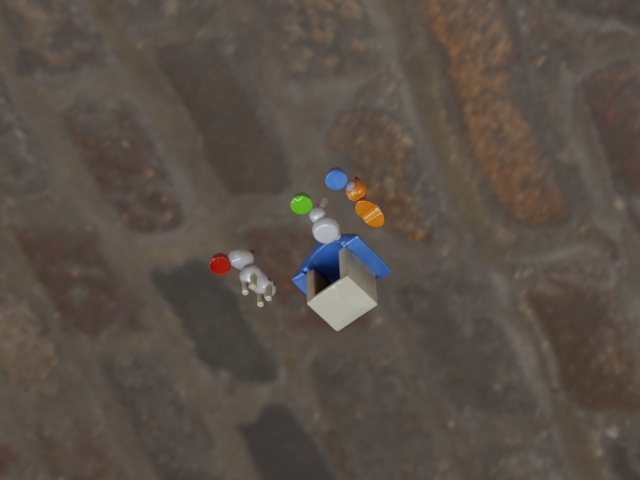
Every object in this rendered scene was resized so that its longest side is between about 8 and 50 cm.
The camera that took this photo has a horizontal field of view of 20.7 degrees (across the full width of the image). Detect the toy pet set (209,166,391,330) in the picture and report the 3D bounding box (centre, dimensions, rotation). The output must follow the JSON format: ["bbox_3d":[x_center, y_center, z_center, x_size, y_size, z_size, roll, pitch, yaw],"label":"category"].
[{"bbox_3d":[0.000,0.000,1.245,0.122,0.065,0.114,-34,120,21],"label":"toy pet set"}]
